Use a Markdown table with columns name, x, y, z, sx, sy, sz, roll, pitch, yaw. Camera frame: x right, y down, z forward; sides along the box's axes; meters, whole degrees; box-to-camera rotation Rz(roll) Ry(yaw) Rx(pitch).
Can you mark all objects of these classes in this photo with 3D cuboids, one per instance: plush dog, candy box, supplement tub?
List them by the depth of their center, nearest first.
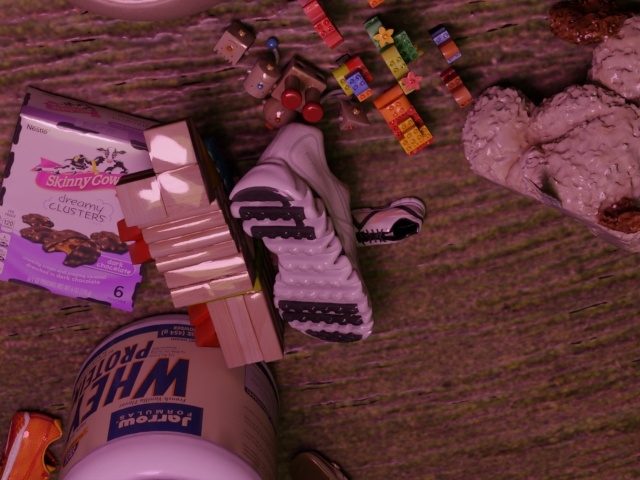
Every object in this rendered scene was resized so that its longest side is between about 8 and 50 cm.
| name | x | y | z | sx | sy | sz | roll | pitch | yaw |
| --- | --- | --- | --- | --- | --- | --- | --- | --- | --- |
| plush dog | 0.305 | -0.120 | 1.571 | 0.262 | 0.210 | 0.225 | 26 | 90 | -17 |
| candy box | -0.248 | -0.041 | 1.650 | 0.164 | 0.070 | 0.196 | 14 | 118 | -9 |
| supplement tub | -0.159 | 0.253 | 1.674 | 0.235 | 0.325 | 0.235 | -1 | 119 | -1 |

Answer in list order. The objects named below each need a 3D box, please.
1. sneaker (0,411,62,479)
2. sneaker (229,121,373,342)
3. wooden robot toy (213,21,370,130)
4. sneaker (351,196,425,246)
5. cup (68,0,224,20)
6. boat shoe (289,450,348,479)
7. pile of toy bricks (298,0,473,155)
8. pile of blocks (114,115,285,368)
| name | x | y | z | sx | sy | sz | roll | pitch | yaw |
| --- | --- | --- | --- | --- | --- | --- | --- | --- | --- |
| sneaker | -0.343 | 0.274 | 1.834 | 0.067 | 0.064 | 0.175 | 16 | 121 | -21 |
| sneaker | 0.000 | 0.000 | 1.639 | 0.110 | 0.118 | 0.292 | 4 | 142 | 20 |
| wooden robot toy | -0.040 | -0.140 | 1.603 | 0.173 | 0.076 | 0.079 | 30 | 126 | -17 |
| sneaker | 0.059 | -0.013 | 1.690 | 0.109 | 0.044 | 0.040 | -20 | 121 | 12 |
| cup | -0.159 | -0.323 | 1.398 | 0.331 | 0.237 | 0.331 | 0 | 120 | -1 |
| boat shoe | 0.018 | 0.300 | 1.873 | 0.056 | 0.048 | 0.153 | -30 | 110 | 28 |
| pile of toy bricks | 0.072 | -0.176 | 1.554 | 0.118 | 0.105 | 0.212 | -34 | 114 | 7 |
| pile of blocks | -0.133 | -0.005 | 1.610 | 0.112 | 0.149 | 0.362 | -13 | 140 | 7 |
